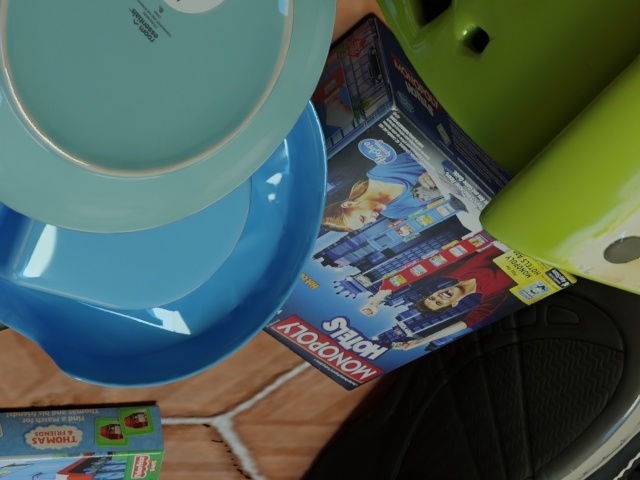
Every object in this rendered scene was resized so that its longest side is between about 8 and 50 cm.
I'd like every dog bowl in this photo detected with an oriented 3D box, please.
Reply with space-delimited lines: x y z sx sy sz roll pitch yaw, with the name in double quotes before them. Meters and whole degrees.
"dog bowl" -0.140 -0.041 0.760 0.297 0.074 0.166 16 100 -34

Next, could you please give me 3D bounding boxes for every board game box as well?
"board game box" -0.210 0.160 1.092 0.212 0.039 0.160 -1 143 -13
"board game box" 0.000 0.000 0.917 0.194 0.060 0.194 -26 141 21

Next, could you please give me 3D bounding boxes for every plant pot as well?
"plant pot" 0.177 -0.092 0.719 0.228 0.207 0.227 16 135 -33

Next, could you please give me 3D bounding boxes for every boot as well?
"boot" 0.178 0.147 1.095 0.284 0.138 0.377 11 142 -26

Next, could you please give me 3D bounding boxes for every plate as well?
"plate" -0.072 -0.089 0.720 0.188 0.024 0.188 -10 113 -25

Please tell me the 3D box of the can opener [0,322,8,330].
"can opener" -0.225 0.030 0.903 0.280 0.074 0.093 -19 178 12
